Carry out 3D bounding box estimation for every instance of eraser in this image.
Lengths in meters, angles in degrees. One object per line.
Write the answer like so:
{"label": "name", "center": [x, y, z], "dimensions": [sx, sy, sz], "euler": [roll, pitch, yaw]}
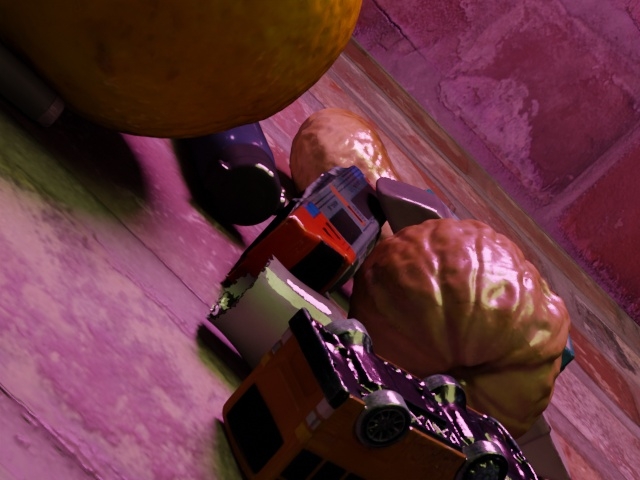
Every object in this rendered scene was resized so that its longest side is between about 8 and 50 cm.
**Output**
{"label": "eraser", "center": [0.152, 0.089, 1.602], "dimensions": [0.352, 0.061, 0.089], "euler": [63, 9, -11]}

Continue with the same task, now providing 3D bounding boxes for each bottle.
{"label": "bottle", "center": [-0.087, -0.092, 1.521], "dimensions": [0.082, 0.072, 0.244], "euler": [29, 18, -25]}
{"label": "bottle", "center": [-0.230, -0.120, 1.213], "dimensions": [0.083, 0.030, 0.030], "euler": [42, 12, -23]}

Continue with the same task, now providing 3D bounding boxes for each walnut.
{"label": "walnut", "center": [0.110, 0.079, 1.360], "dimensions": [0.213, 0.213, 0.213], "euler": [43, 12, -11]}

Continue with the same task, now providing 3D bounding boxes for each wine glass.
{"label": "wine glass", "center": [0.007, 0.099, 1.177], "dimensions": [0.195, 0.079, 0.079], "euler": [45, 11, -11]}

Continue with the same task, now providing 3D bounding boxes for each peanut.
{"label": "peanut", "center": [0.042, -0.044, 1.742], "dimensions": [0.120, 0.110, 0.236], "euler": [82, -19, -57]}

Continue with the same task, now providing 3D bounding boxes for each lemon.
{"label": "lemon", "center": [-0.125, -0.255, 1.281], "dimensions": [0.350, 0.350, 0.387], "euler": [48, 5, 12]}

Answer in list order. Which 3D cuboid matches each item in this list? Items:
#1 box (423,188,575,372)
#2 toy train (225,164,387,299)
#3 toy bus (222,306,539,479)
{"label": "box", "center": [0.178, 0.064, 1.881], "dimensions": [0.245, 0.092, 0.153], "euler": [44, 12, -3]}
{"label": "toy train", "center": [0.000, 0.000, 1.476], "dimensions": [0.089, 0.086, 0.409], "euler": [47, 11, -1]}
{"label": "toy bus", "center": [0.043, 0.142, 1.063], "dimensions": [0.201, 0.114, 0.098], "euler": [31, 17, -34]}
